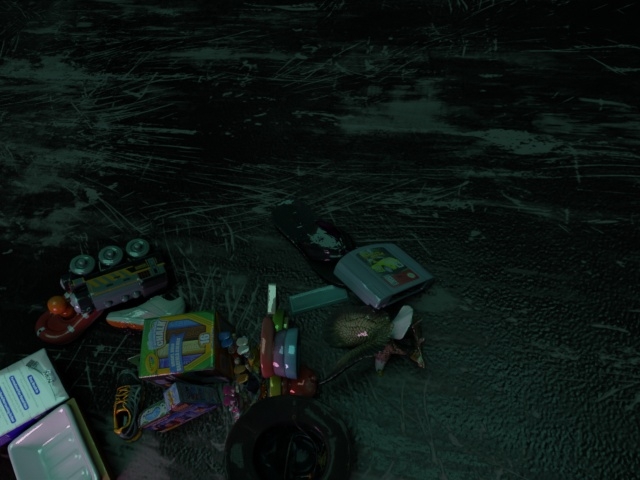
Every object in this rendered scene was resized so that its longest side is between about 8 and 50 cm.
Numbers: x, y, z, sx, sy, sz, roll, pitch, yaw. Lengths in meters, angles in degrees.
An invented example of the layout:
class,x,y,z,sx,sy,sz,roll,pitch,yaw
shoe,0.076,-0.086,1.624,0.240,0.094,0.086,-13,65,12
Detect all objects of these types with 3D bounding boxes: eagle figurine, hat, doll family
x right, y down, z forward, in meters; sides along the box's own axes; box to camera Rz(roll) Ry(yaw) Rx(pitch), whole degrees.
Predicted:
class,x,y,z,sx,sy,sz,roll,pitch,yaw
eagle figurine,0.138,0.291,1.383,0.299,0.226,0.225,0,83,6
hat,-0.083,0.563,1.316,0.332,0.134,0.331,1,74,-3
doll family,-0.203,0.380,1.421,0.119,0.163,0.262,-13,56,4

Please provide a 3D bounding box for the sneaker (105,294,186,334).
class,x,y,z,sx,sy,sz,roll,pitch,yaw
sneaker,-0.560,0.236,1.618,0.263,0.099,0.121,0,56,4

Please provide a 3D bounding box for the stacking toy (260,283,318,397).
class,x,y,z,sx,sy,sz,roll,pitch,yaw
stacking toy,-0.075,0.290,1.382,0.131,0.308,0.279,-1,52,3

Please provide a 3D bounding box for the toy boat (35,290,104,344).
class,x,y,z,sx,sy,sz,roll,pitch,yaw
toy boat,-0.842,0.230,1.638,0.151,0.151,0.231,34,74,25

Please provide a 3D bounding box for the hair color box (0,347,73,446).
class,x,y,z,sx,sy,sz,roll,pitch,yaw
hair color box,-0.942,0.494,1.475,0.339,0.110,0.185,-29,72,-24

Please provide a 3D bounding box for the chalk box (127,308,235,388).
class,x,y,z,sx,sy,sz,roll,pitch,yaw
chalk box,-0.420,0.331,1.481,0.289,0.180,0.179,-7,62,7

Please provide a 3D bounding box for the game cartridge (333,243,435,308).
class,x,y,z,sx,sy,sz,roll,pitch,yaw
game cartridge,0.183,0.091,1.444,0.196,0.060,0.294,38,32,30

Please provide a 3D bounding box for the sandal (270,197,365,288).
class,x,y,z,sx,sy,sz,roll,pitch,yaw
sandal,-0.003,0.001,1.601,0.446,0.107,0.167,36,73,26

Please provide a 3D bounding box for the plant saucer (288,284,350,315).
class,x,y,z,sx,sy,sz,roll,pitch,yaw
plant saucer,-0.006,0.180,1.564,0.192,0.018,0.067,-16,61,4

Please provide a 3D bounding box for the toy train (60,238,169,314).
class,x,y,z,sx,sy,sz,roll,pitch,yaw
toy train,-0.660,0.120,1.627,0.334,0.142,0.190,-20,60,-27

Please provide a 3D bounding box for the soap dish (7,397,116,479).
class,x,y,z,sx,sy,sz,roll,pitch,yaw
soap dish,-0.737,0.642,1.423,0.229,0.118,0.291,-37,62,-8

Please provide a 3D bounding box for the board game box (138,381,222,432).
class,x,y,z,sx,sy,sz,roll,pitch,yaw
board game box,-0.407,0.465,1.400,0.194,0.194,0.060,-25,61,-2

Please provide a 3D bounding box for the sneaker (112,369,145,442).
class,x,y,z,sx,sy,sz,roll,pitch,yaw
sneaker,-0.581,0.488,1.490,0.084,0.083,0.214,-20,60,3
